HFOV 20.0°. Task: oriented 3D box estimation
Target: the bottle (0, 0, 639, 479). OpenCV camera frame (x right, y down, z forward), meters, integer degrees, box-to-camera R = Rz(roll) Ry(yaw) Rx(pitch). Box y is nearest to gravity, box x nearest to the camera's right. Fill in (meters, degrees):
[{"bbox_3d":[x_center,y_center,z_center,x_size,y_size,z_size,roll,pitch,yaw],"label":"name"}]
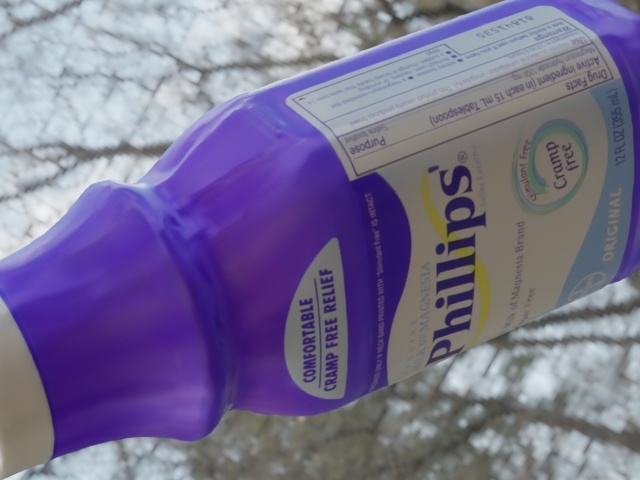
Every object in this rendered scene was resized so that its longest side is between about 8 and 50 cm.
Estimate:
[{"bbox_3d":[0.000,0.000,0.639,0.283,0.092,0.118,-22,-50,-26],"label":"bottle"}]
